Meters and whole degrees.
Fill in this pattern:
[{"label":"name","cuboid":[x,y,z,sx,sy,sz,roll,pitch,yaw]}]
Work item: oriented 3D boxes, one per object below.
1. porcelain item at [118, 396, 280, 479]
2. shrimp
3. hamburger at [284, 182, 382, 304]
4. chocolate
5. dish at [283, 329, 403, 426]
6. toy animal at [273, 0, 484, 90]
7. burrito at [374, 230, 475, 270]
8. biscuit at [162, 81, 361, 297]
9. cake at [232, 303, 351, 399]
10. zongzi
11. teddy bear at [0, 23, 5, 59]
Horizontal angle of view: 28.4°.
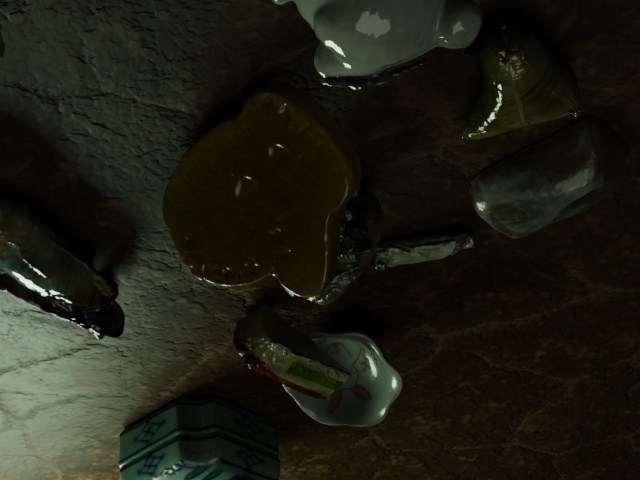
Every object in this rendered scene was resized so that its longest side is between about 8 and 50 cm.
[{"label":"porcelain item","cuboid":[-0.242,0.453,2.542,0.281,0.157,0.286,-31,138,27]},{"label":"shrimp","cuboid":[-0.474,0.045,1.995,0.221,0.110,0.446,-22,138,29]},{"label":"hamburger","cuboid":[0.000,0.000,1.940,0.122,0.189,0.215,22,138,-21]},{"label":"chocolate","cuboid":[0.361,-0.077,1.975,0.254,0.080,0.157,-28,139,27]},{"label":"dish","cuboid":[0.044,0.233,2.316,0.229,0.081,0.229,7,122,11]},{"label":"toy animal","cuboid":[0.035,-0.358,1.466,0.258,0.194,0.357,-7,137,17]},{"label":"burrito","cuboid":[0.172,0.013,2.105,0.171,0.042,0.051,-7,141,5]},{"label":"biscuit","cuboid":[-0.072,-0.050,1.824,0.287,0.057,0.344,50,124,3]},{"label":"cake","cuboid":[-0.053,0.215,2.213,0.220,0.116,0.086,44,116,-12]},{"label":"zongzi","cuboid":[0.243,-0.214,1.765,0.197,0.099,0.194,-19,143,28]},{"label":"teddy bear","cuboid":[-0.534,-0.294,1.515,0.327,0.375,0.362,16,180,-29]}]
